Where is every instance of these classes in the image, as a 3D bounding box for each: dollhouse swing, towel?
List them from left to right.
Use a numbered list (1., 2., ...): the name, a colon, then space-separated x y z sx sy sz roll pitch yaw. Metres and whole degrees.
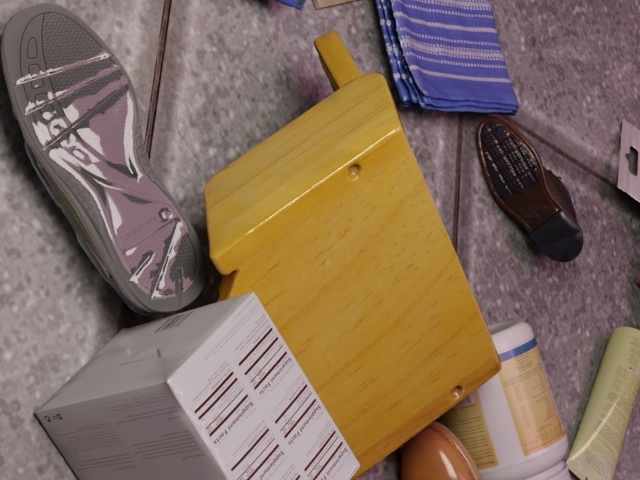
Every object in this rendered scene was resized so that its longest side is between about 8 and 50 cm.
1. dollhouse swing: 0.000 0.000 1.619 0.315 0.305 0.347 -35 128 -11
2. towel: 0.153 -0.323 1.945 0.243 0.040 0.336 -2 76 -49

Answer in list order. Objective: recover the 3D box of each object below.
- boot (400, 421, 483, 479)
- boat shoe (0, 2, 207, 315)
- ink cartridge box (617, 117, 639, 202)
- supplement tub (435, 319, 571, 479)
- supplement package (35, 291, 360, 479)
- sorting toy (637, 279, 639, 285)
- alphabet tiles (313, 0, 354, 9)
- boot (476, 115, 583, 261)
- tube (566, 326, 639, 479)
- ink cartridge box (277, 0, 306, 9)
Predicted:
1. boot: 0.080 0.345 1.638 0.220 0.109 0.283 0 84 -43
2. boat shoe: -0.219 -0.072 1.451 0.118 0.103 0.320 -32 96 -28
3. ink cartridge box: 0.523 -0.060 2.268 0.225 0.056 0.181 32 39 -13
4. supplement tub: 0.208 0.207 1.776 0.144 0.144 0.199 -19 92 -49
5. supplement package: -0.112 0.185 1.395 0.149 0.194 0.203 -46 112 -44
6. sorting toy: 0.517 0.090 2.214 0.132 0.046 0.274 30 43 -38
7. alphabet tiles: -0.007 -0.460 1.865 0.285 0.011 0.342 -22 94 -49
8. boot: 0.281 -0.071 2.024 0.219 0.082 0.106 59 15 1
9. tube: 0.391 0.229 2.041 0.070 0.062 0.240 20 59 8
10. ink cartridge box: -0.077 -0.382 1.658 0.311 0.065 0.185 20 99 -45
